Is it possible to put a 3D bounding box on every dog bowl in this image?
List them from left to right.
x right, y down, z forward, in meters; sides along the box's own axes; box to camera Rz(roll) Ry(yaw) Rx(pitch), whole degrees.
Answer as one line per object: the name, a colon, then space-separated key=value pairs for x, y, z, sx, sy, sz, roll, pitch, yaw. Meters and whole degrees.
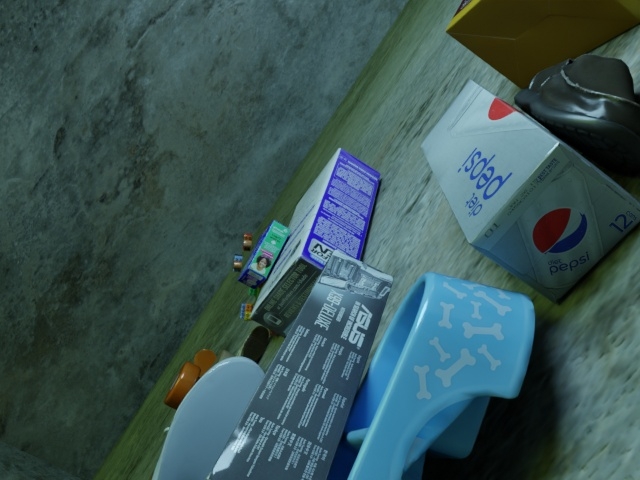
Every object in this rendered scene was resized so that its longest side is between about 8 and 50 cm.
dog bowl: x=0.053 y=0.152 z=0.396 sx=0.297 sy=0.074 sz=0.166 roll=-62 pitch=-4 yaw=-21

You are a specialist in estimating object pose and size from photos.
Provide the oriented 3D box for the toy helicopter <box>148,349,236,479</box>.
toy helicopter: x=-0.263 y=0.366 z=1.108 sx=0.355 sy=0.140 sz=0.235 roll=-60 pitch=10 yaw=10

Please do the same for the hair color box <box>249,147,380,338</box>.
hair color box: x=0.000 y=0.000 z=1.031 sx=0.185 sy=0.110 sz=0.339 roll=-51 pitch=12 yaw=39

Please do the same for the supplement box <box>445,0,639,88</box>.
supplement box: x=0.280 y=-0.318 z=0.652 sx=0.194 sy=0.129 sz=0.191 roll=-61 pitch=12 yaw=-14

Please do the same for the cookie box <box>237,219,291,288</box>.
cookie box: x=-0.104 y=0.027 z=1.041 sx=0.107 sy=0.040 sz=0.092 roll=-65 pitch=10 yaw=-25

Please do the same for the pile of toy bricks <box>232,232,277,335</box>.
pile of toy bricks: x=-0.117 y=0.085 z=1.126 sx=0.105 sy=0.118 sz=0.212 roll=-135 pitch=51 yaw=-78

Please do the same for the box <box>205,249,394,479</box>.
box: x=-0.036 y=0.183 z=0.528 sx=0.242 sy=0.076 sz=0.307 roll=-66 pitch=-4 yaw=31

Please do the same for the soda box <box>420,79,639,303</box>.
soda box: x=0.173 y=-0.066 z=0.529 sx=0.098 sy=0.091 sz=0.286 roll=-53 pitch=13 yaw=21

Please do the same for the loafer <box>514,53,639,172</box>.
loafer: x=0.227 y=-0.124 z=0.484 sx=0.078 sy=0.080 sz=0.220 roll=-54 pitch=12 yaw=20

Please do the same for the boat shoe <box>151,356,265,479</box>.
boat shoe: x=-0.192 y=0.356 z=0.885 sx=0.156 sy=0.136 sz=0.367 roll=151 pitch=140 yaw=-73

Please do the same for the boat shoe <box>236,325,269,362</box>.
boat shoe: x=-0.152 y=0.240 z=1.176 sx=0.045 sy=0.050 sz=0.135 roll=-22 pitch=37 yaw=62
